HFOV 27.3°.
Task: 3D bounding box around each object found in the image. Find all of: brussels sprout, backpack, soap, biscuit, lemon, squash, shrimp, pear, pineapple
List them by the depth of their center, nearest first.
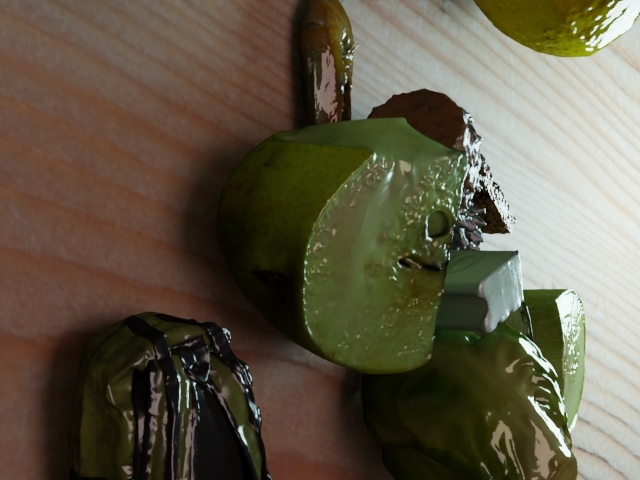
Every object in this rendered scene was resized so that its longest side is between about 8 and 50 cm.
[{"bbox_3d":[-0.144,0.194,1.234,0.207,0.140,0.253,-16,107,-55],"label":"backpack"},{"bbox_3d":[0.000,0.000,1.410,0.282,0.176,0.286,-7,111,-47],"label":"pear"},{"bbox_3d":[0.015,-0.184,1.540,0.115,0.051,0.217,5,83,-56],"label":"shrimp"},{"bbox_3d":[0.135,0.057,1.569,0.119,0.198,0.066,-33,117,-49],"label":"soap"},{"bbox_3d":[0.183,0.225,1.595,0.227,0.294,0.259,-42,149,-15],"label":"brussels sprout"},{"bbox_3d":[0.150,-0.066,1.649,0.278,0.158,0.158,53,48,-56],"label":"pineapple"},{"bbox_3d":[0.202,-0.080,1.779,0.199,0.064,0.034,55,47,-36],"label":"biscuit"},{"bbox_3d":[0.325,-0.383,1.787,0.322,0.268,0.268,46,53,-28],"label":"lemon"},{"bbox_3d":[0.309,0.171,1.790,0.220,0.133,0.220,2,90,-87],"label":"squash"}]
